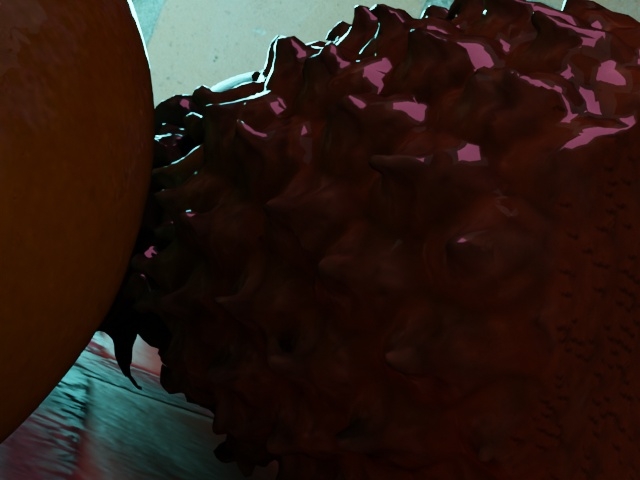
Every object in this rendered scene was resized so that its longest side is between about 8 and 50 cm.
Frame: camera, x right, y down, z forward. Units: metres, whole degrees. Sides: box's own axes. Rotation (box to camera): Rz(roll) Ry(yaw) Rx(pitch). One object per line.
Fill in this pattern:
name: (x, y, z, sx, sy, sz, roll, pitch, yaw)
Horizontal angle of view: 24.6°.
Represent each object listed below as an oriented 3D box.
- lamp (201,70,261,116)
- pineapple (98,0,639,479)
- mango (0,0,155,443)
lamp: (0.000, 0.000, 0.904, 0.258, 0.180, 0.180, 21, 4, -34)
pineapple: (-0.009, 0.010, 0.598, 0.357, 0.223, 0.223, 5, -7, 39)
mango: (-0.167, -0.045, 0.456, 0.221, 0.199, 0.384, 11, 22, -20)
